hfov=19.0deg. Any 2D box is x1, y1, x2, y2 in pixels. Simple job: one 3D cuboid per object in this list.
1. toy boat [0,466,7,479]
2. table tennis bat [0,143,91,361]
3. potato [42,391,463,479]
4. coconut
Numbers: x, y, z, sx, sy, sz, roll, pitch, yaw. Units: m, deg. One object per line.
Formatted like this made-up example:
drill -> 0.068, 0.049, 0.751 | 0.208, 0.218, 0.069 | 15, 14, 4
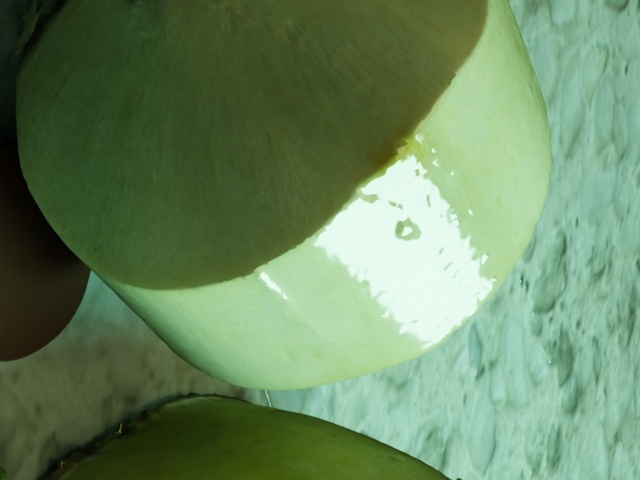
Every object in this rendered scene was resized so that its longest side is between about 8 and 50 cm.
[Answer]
toy boat -> -0.229, 0.074, 1.012 | 0.075, 0.077, 0.185 | -56, 142, -38
table tennis bat -> -0.198, 0.005, 1.106 | 0.220, 0.019, 0.130 | 8, 90, -62
potato -> -0.005, 0.317, 1.237 | 0.442, 0.319, 0.385 | -15, 109, -55
coconut -> -0.023, -0.073, 1.117 | 0.323, 0.323, 0.323 | -23, 117, -56
